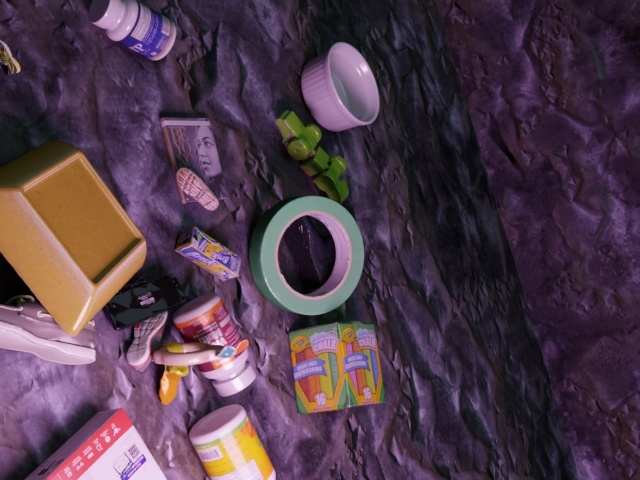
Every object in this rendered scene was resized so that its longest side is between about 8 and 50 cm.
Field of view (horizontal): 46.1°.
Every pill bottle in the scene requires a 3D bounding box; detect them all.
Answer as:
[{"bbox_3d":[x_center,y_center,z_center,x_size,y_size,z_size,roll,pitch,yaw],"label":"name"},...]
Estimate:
[{"bbox_3d":[-0.448,-0.515,1.790,0.186,0.112,0.112,20,61,-48],"label":"pill bottle"},{"bbox_3d":[-0.185,0.508,1.696,0.136,0.136,0.246,-38,107,-53],"label":"pill bottle"},{"bbox_3d":[-0.242,0.242,1.744,0.121,0.121,0.221,-42,110,-52],"label":"pill bottle"}]

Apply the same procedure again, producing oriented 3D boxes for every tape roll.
[{"bbox_3d":[-0.034,0.039,2.033,0.321,0.077,0.321,0,91,-32],"label":"tape roll"}]

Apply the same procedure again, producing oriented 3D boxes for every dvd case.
[{"bbox_3d":[-0.318,-0.206,1.917,0.164,0.018,0.221,-12,85,-54],"label":"dvd case"}]

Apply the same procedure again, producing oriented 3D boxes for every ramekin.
[{"bbox_3d":[0.060,-0.489,2.444,0.277,0.135,0.277,27,55,-46],"label":"ramekin"}]

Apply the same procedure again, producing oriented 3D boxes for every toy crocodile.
[{"bbox_3d":[-0.023,-0.245,2.273,0.340,0.105,0.115,50,42,-22],"label":"toy crocodile"}]

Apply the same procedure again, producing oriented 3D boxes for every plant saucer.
[{"bbox_3d":[-0.484,-0.032,1.477,0.333,0.081,0.333,56,24,-14],"label":"plant saucer"}]

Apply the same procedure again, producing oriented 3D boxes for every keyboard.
[{"bbox_3d":[-0.394,0.127,1.655,0.192,0.038,0.100,-22,84,-43],"label":"keyboard"}]

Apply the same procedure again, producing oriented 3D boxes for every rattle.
[{"bbox_3d":[-0.253,0.283,1.613,0.130,0.199,0.143,62,30,-76],"label":"rattle"}]

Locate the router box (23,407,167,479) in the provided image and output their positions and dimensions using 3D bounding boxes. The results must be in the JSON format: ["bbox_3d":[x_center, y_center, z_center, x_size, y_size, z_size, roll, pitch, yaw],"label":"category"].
[{"bbox_3d":[-0.426,0.536,1.405,0.301,0.082,0.335,62,36,-14],"label":"router box"}]

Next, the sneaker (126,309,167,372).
[{"bbox_3d":[-0.376,0.220,1.645,0.065,0.061,0.158,78,25,-45],"label":"sneaker"}]

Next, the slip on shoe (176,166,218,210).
[{"bbox_3d":[-0.304,-0.130,1.857,0.135,0.051,0.041,43,7,-26],"label":"slip on shoe"}]

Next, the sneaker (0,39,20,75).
[{"bbox_3d":[-0.647,-0.373,1.530,0.083,0.031,0.035,55,39,-23],"label":"sneaker"}]

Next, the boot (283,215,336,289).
[{"bbox_3d":[0.000,0.000,2.192,0.207,0.094,0.246,-31,105,-52],"label":"boot"}]

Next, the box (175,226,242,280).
[{"bbox_3d":[-0.272,0.035,1.842,0.169,0.059,0.054,38,47,-39],"label":"box"}]

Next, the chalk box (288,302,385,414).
[{"bbox_3d":[0.040,0.313,2.046,0.179,0.180,0.289,9,68,-52],"label":"chalk box"}]

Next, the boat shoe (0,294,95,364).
[{"bbox_3d":[-0.542,0.155,1.392,0.305,0.109,0.091,32,51,-50],"label":"boat shoe"}]
